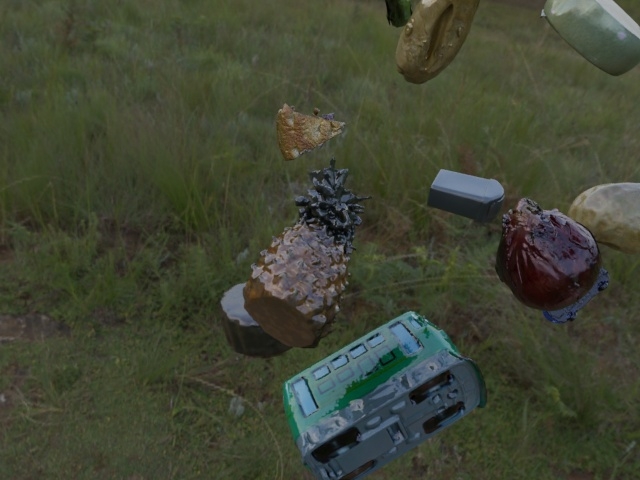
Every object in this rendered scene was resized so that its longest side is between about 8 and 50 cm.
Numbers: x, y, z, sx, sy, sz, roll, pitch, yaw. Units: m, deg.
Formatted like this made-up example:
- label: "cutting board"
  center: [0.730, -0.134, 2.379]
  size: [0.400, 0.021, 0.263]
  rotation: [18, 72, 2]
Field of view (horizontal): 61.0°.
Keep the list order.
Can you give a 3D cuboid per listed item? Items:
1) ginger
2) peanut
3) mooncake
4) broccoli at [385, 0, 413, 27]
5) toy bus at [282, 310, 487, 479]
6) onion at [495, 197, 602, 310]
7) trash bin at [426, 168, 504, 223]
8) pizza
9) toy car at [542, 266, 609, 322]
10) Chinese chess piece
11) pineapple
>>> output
- label: "ginger"
  center: [0.219, -0.360, 0.590]
  size: [0.362, 0.348, 0.122]
  rotation: [-21, 66, 12]
- label: "peanut"
  center: [0.867, -0.060, 1.448]
  size: [0.386, 0.169, 0.192]
  rotation: [0, 70, 9]
- label: "mooncake"
  center: [-0.138, 0.192, 1.361]
  size: [0.228, 0.124, 0.228]
  rotation: [-4, 24, 2]
- label: "broccoli"
  center: [0.141, -0.616, 1.216]
  size: [0.177, 0.275, 0.198]
  rotation: [-41, 77, -8]
- label: "toy bus"
  center: [0.105, 0.282, 0.999]
  size: [0.343, 0.184, 0.199]
  rotation: [-28, 38, -5]
- label: "onion"
  center: [0.532, 0.034, 1.271]
  size: [0.281, 0.221, 0.281]
  rotation: [34, 39, -32]
- label: "trash bin"
  center: [0.494, -0.151, 1.828]
  size: [0.236, 0.101, 0.177]
  rotation: [17, 38, 17]
- label: "pizza"
  center: [-0.026, -0.308, 1.507]
  size: [0.193, 0.154, 0.069]
  rotation: [-7, 11, 2]
- label: "toy car"
  center: [0.728, 0.149, 1.563]
  size: [0.103, 0.216, 0.063]
  rotation: [45, 3, 11]
- label: "Chinese chess piece"
  center: [0.465, -0.361, 0.916]
  size: [0.188, 0.083, 0.189]
  rotation: [23, 43, -23]
- label: "pineapple"
  center: [0.000, 0.000, 0.896]
  size: [0.169, 0.169, 0.341]
  rotation: [21, 55, 8]
